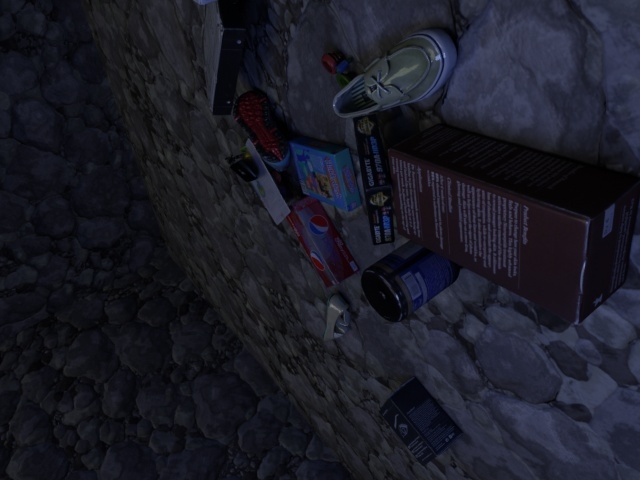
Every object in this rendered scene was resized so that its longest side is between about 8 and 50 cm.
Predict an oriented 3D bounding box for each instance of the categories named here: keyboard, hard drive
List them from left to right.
[{"bbox_3d":[-0.257,-0.513,1.391,0.339,0.064,0.237,125,137,-65],"label":"hard drive"},{"bbox_3d":[-0.224,-0.217,1.573,0.100,0.038,0.192,42,170,-15],"label":"keyboard"}]

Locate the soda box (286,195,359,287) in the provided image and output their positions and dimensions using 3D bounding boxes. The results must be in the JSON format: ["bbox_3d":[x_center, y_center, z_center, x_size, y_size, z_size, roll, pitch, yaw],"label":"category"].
[{"bbox_3d":[0.000,0.000,1.562,0.263,0.083,0.092,60,156,0],"label":"soda box"}]

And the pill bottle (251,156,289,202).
[{"bbox_3d":[-0.161,-0.175,1.665,0.160,0.087,0.087,61,155,-5],"label":"pill bottle"}]

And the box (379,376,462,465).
[{"bbox_3d":[0.287,0.530,1.587,0.207,0.108,0.153,50,154,21],"label":"box"}]

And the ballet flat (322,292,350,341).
[{"bbox_3d":[0.056,0.270,1.779,0.086,0.086,0.248,45,151,29],"label":"ballet flat"}]

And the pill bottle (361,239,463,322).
[{"bbox_3d":[0.199,0.059,1.088,0.123,0.219,0.123,44,151,32],"label":"pill bottle"}]

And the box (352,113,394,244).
[{"bbox_3d":[0.111,-0.117,1.100,0.220,0.051,0.175,72,-170,-61],"label":"box"}]

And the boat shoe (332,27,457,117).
[{"bbox_3d":[0.126,-0.284,0.990,0.109,0.094,0.302,62,155,-6],"label":"boat shoe"}]

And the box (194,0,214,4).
[{"bbox_3d":[-0.150,-0.588,0.972,0.127,0.262,0.231,41,151,35],"label":"box"}]

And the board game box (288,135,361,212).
[{"bbox_3d":[0.010,-0.174,1.391,0.210,0.047,0.160,28,141,50],"label":"board game box"}]

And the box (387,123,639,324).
[{"bbox_3d":[0.293,-0.049,0.892,0.381,0.143,0.191,34,145,46],"label":"box"}]

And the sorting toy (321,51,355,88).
[{"bbox_3d":[0.048,-0.359,1.132,0.102,0.042,0.061,47,171,-1],"label":"sorting toy"}]

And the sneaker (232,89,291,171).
[{"bbox_3d":[-0.160,-0.295,1.505,0.125,0.104,0.262,62,-177,-68],"label":"sneaker"}]

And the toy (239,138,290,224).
[{"bbox_3d":[-0.148,-0.174,1.563,0.237,0.056,0.137,58,156,2],"label":"toy"}]
